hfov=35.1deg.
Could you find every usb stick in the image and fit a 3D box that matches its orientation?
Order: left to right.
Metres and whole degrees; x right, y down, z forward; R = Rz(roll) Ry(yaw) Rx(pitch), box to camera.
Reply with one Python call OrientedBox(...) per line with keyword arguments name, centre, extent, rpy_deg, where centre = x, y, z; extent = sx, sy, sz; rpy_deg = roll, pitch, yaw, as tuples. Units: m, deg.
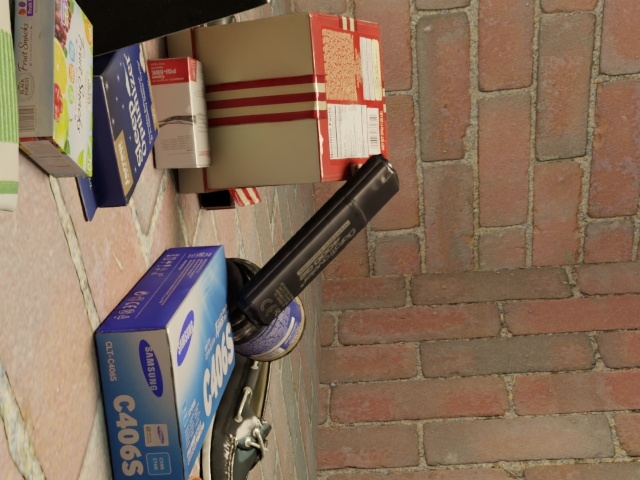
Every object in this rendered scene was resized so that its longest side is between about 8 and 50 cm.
OrientedBox(name="usb stick", centre=(0.000, 0.000, 1.321), extent=(0.045, 0.278, 0.077), rpy_deg=(37, -13, 33))

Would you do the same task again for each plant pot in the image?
OrientedBox(name="plant pot", centre=(-0.154, -0.310, 0.973), extent=(0.187, 0.188, 0.167), rpy_deg=(-87, 161, -56))

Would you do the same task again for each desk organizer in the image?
OrientedBox(name="desk organizer", centre=(-0.161, -0.112, 1.544), extent=(0.050, 0.047, 0.130), rpy_deg=(-9, 95, -84))

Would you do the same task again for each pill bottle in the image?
OrientedBox(name="pill bottle", centre=(-0.110, 0.095, 1.423), extent=(0.219, 0.122, 0.123), rpy_deg=(43, 42, -66))

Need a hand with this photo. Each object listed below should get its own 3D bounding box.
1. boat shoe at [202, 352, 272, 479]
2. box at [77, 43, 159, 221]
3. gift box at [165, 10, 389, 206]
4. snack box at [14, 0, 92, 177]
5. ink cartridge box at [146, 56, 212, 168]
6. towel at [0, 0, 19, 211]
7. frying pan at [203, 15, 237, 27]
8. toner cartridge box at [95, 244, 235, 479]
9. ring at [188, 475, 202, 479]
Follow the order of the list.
OrientedBox(name="boat shoe", centre=(-0.117, 0.273, 1.492), extent=(0.114, 0.091, 0.303), rpy_deg=(81, 7, -52))
OrientedBox(name="box", centre=(-0.206, -0.127, 1.017), extent=(0.225, 0.036, 0.137), rpy_deg=(-84, 170, -60))
OrientedBox(name="gift box", centre=(-0.059, -0.178, 1.426), extent=(0.276, 0.258, 0.255), rpy_deg=(-3, 92, -63))
OrientedBox(name="snack box", centre=(-0.218, -0.132, 0.829), extent=(0.100, 0.037, 0.141), rpy_deg=(75, 12, -76))
OrientedBox(name="ink cartridge box", centre=(-0.177, -0.159, 1.279), extent=(0.099, 0.056, 0.135), rpy_deg=(-50, 135, -84))
OrientedBox(name="towel", centre=(-0.240, -0.174, 0.597), extent=(0.248, 0.038, 0.325), rpy_deg=(-57, 141, -85))
OrientedBox(name="frying pan", centre=(-0.166, -0.367, 1.740), extent=(0.197, 0.053, 0.326), rpy_deg=(80, 10, -62))
OrientedBox(name="toner cartridge box", centre=(-0.161, 0.123, 1.134), extent=(0.348, 0.075, 0.165), rpy_deg=(-76, 161, -76))
OrientedBox(name="ring", centre=(-0.158, 0.454, 1.204), extent=(0.336, 0.032, 0.337), rpy_deg=(-4, 90, -86))
